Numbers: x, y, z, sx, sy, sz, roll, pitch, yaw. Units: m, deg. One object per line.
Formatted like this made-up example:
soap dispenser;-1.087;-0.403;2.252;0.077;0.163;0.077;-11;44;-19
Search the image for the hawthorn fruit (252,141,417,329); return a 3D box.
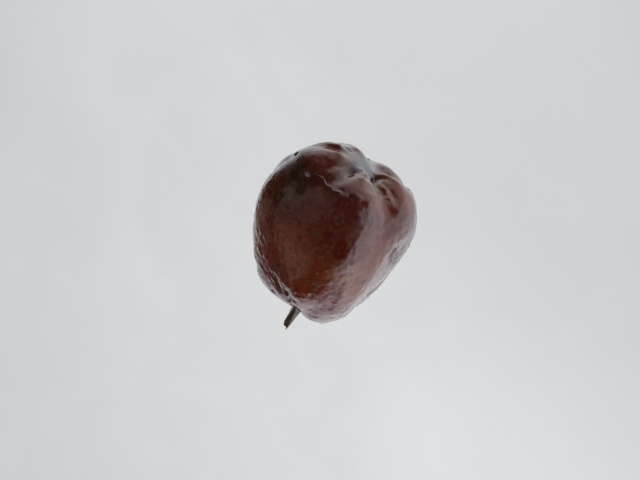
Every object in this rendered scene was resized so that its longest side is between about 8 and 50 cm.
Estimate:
hawthorn fruit;0.008;-0.013;1.226;0.173;0.174;0.179;52;-32;27
